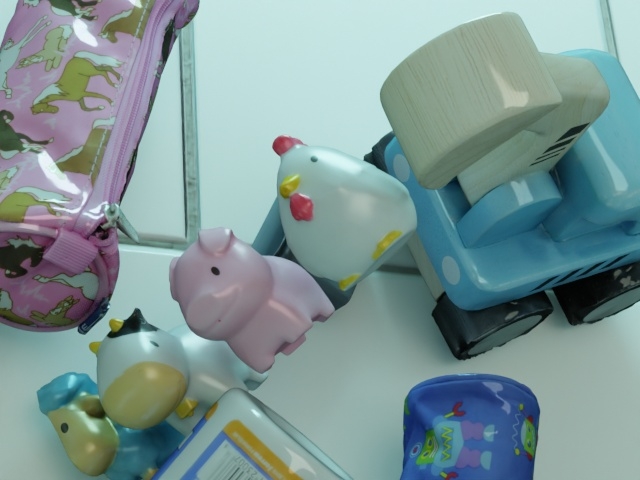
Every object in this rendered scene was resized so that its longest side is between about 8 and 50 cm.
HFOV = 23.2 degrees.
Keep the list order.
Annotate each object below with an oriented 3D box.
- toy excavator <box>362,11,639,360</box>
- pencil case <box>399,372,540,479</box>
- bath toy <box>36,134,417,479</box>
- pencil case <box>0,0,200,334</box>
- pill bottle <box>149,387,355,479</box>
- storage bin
[{"bbox_3d":[0.185,-0.076,1.352,0.433,0.445,0.222,-15,70,-29],"label":"toy excavator"},{"bbox_3d":[0.106,0.262,1.286,0.119,0.133,0.306,46,47,-48],"label":"pencil case"},{"bbox_3d":[-0.077,0.051,1.237,0.129,0.348,0.151,48,23,7],"label":"bath toy"},{"bbox_3d":[-0.214,-0.109,1.346,0.167,0.160,0.386,12,51,-4],"label":"pencil case"},{"bbox_3d":[-0.097,0.259,1.181,0.152,0.152,0.272,40,88,1],"label":"pill bottle"},{"bbox_3d":[0.000,0.000,1.451,0.091,0.098,0.135,35,55,-16],"label":"storage bin"}]
